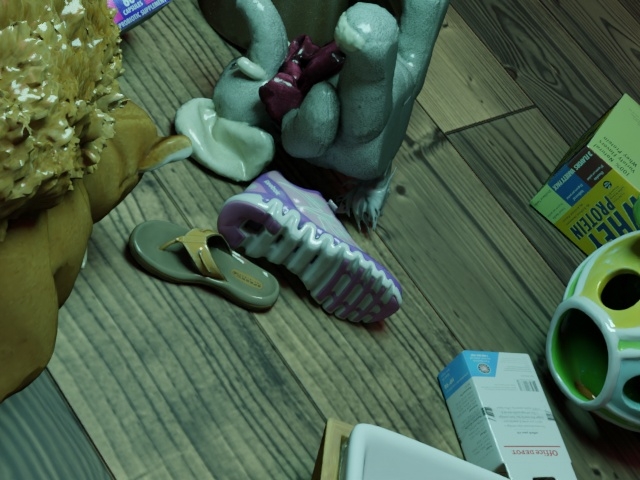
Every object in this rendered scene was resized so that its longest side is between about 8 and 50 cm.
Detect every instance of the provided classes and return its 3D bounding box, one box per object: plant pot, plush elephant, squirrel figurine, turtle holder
[{"bbox_3d":[-0.042,-0.399,1.415,0.215,0.230,0.215,7,55,-10],"label":"plant pot"},{"bbox_3d":[-0.019,-0.189,1.290,0.255,0.330,0.272,21,38,15],"label":"plush elephant"},{"bbox_3d":[-0.251,-0.066,0.900,0.281,0.397,0.370,36,41,7],"label":"squirrel figurine"},{"bbox_3d":[0.410,0.095,1.285,0.227,0.320,0.243,-12,63,-25],"label":"turtle holder"}]

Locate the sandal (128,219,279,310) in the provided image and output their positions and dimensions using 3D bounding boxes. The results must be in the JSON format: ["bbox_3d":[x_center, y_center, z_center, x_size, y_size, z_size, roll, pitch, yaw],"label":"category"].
[{"bbox_3d":[-0.120,0.019,1.172,0.180,0.049,0.072,24,44,-16],"label":"sandal"}]

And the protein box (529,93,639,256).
[{"bbox_3d":[0.453,-0.073,1.587,0.200,0.136,0.201,42,42,3],"label":"protein box"}]

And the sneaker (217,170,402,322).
[{"bbox_3d":[0.000,0.000,1.233,0.236,0.095,0.105,35,40,-11],"label":"sneaker"}]

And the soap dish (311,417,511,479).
[{"bbox_3d":[0.082,0.332,0.991,0.228,0.118,0.291,24,44,-16],"label":"soap dish"}]

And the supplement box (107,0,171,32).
[{"bbox_3d":[-0.283,-0.338,1.241,0.111,0.114,0.220,-37,103,-21],"label":"supplement box"}]

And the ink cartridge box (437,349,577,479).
[{"bbox_3d":[0.213,0.218,1.223,0.104,0.060,0.180,7,51,-31],"label":"ink cartridge box"}]

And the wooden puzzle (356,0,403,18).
[{"bbox_3d":[0.077,-0.441,1.507,0.080,0.348,0.322,-24,64,-4],"label":"wooden puzzle"}]
